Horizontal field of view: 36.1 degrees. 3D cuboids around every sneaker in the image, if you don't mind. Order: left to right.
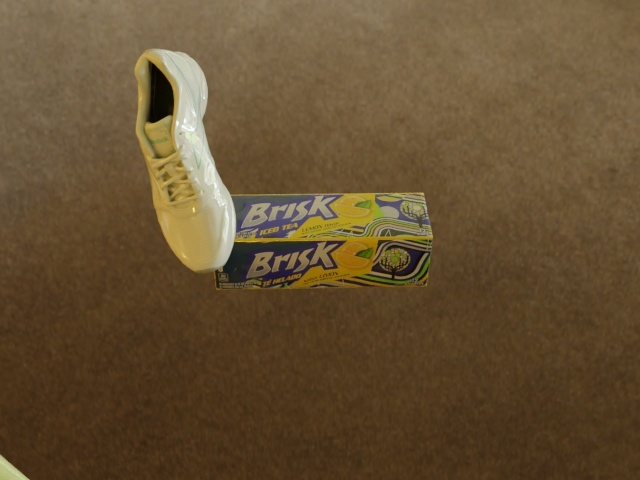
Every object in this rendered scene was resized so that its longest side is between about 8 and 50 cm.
[{"bbox_3d":[-0.096,-0.052,0.642,0.053,0.061,0.152,-14,88,11],"label":"sneaker"}]

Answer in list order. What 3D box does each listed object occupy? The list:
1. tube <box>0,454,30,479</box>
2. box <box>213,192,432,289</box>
[{"bbox_3d":[-0.274,0.161,0.705,0.240,0.062,0.070,39,99,18],"label":"tube"},{"bbox_3d":[0.000,0.000,0.775,0.168,0.054,0.059,-1,41,-2],"label":"box"}]
